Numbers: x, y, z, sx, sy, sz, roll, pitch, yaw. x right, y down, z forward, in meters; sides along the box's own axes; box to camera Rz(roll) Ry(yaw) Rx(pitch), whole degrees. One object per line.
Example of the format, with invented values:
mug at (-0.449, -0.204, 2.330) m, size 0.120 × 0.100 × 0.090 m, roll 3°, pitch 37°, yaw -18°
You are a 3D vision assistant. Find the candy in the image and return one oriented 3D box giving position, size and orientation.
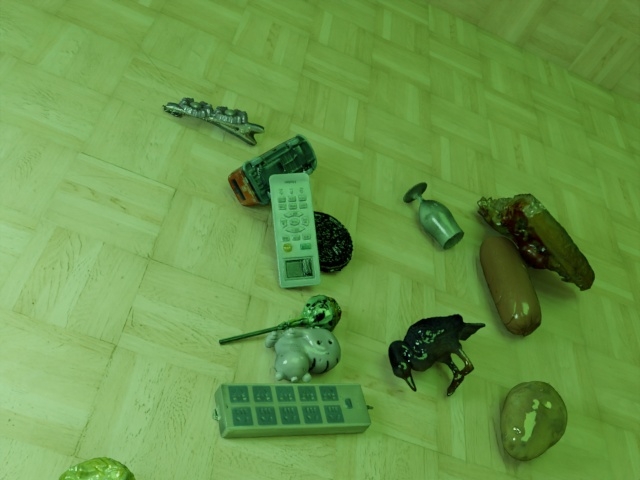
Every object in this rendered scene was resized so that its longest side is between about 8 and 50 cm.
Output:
candy at (-0.090, 0.189, 1.625) m, size 0.305 × 0.083 × 0.091 m, roll -10°, pitch 93°, yaw -28°

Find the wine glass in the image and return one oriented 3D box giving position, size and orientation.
wine glass at (0.337, -0.071, 2.110) m, size 0.092 × 0.093 × 0.202 m, roll -12°, pitch 57°, yaw -38°

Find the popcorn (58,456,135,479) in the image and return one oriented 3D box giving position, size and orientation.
popcorn at (-0.373, 0.433, 1.189) m, size 0.142 × 0.162 × 0.135 m, roll 57°, pitch 6°, yaw -5°

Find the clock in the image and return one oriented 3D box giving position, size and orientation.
clock at (-0.029, 0.262, 1.579) m, size 0.176 × 0.080 × 0.117 m, roll 4°, pitch 48°, yaw -27°

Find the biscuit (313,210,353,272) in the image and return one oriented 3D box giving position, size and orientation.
biscuit at (0.000, 0.000, 1.867) m, size 0.194 × 0.053 × 0.195 m, roll 16°, pitch 45°, yaw -16°

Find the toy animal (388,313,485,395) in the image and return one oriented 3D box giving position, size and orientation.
toy animal at (0.288, 0.266, 1.734) m, size 0.185 × 0.122 × 0.298 m, roll 40°, pitch 50°, yaw 15°

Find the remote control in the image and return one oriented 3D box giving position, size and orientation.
remote control at (-0.065, -0.027, 1.779) m, size 0.103 × 0.051 × 0.294 m, roll -4°, pitch 75°, yaw -9°

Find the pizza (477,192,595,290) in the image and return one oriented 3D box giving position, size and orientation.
pizza at (0.616, -0.013, 2.158) m, size 0.440 × 0.130 × 0.406 m, roll 43°, pitch -4°, yaw -36°

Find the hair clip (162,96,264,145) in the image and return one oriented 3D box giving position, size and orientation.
hair clip at (-0.300, -0.346, 2.011) m, size 0.292 × 0.085 × 0.106 m, roll 17°, pitch 26°, yaw -10°

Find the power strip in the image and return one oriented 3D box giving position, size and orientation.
power strip at (-0.047, 0.356, 1.506) m, size 0.367 × 0.043 × 0.106 m, roll 6°, pitch 49°, yaw -27°

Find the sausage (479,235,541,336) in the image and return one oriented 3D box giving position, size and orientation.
sausage at (0.537, 0.129, 2.016) m, size 0.121 × 0.121 × 0.304 m, roll 10°, pitch 47°, yaw -23°

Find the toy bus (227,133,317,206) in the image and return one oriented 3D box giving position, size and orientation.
toy bus at (-0.126, -0.187, 1.907) m, size 0.265 × 0.119 × 0.121 m, roll -39°, pitch 105°, yaw -44°

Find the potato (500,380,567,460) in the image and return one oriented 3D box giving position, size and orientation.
potato at (0.509, 0.422, 1.715) m, size 0.234 × 0.128 × 0.161 m, roll -20°, pitch 58°, yaw -36°
